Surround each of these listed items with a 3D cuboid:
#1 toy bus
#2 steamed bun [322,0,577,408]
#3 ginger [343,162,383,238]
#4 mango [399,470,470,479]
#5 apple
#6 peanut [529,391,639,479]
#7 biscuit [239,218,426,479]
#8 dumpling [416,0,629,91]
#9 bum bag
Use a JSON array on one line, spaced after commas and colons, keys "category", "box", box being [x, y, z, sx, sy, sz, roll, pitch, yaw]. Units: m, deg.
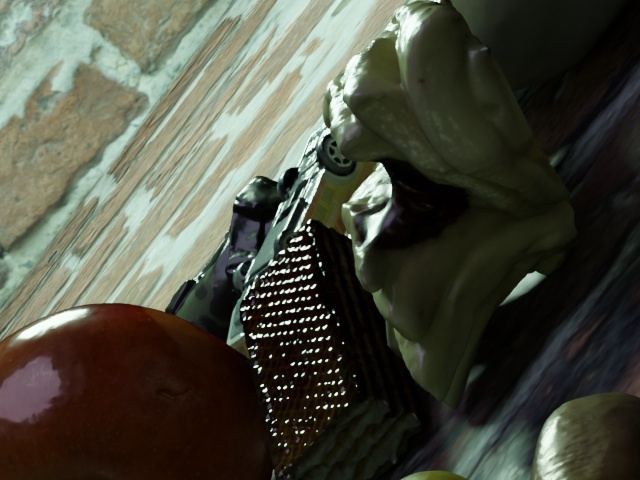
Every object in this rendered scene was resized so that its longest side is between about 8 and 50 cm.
[{"category": "toy bus", "box": [0.000, 0.000, 1.819, 0.092, 0.106, 0.268, -36, 24, 47]}, {"category": "steamed bun", "box": [0.084, -0.029, 1.430, 0.189, 0.247, 0.428, -38, 2, 6]}, {"category": "ginger", "box": [0.065, -0.013, 1.717, 0.137, 0.074, 0.213, -22, 27, 47]}, {"category": "mango", "box": [0.045, 0.204, 1.212, 0.130, 0.092, 0.194, -60, 11, -20]}, {"category": "apple", "box": [-0.174, 0.178, 1.633, 0.206, 0.271, 0.252, -80, -3, -49]}, {"category": "peanut", "box": [0.152, 0.128, 1.090, 0.076, 0.076, 0.152, -46, 11, 26]}, {"category": "biscuit", "box": [0.006, 0.096, 1.535, 0.106, 0.070, 0.252, -50, 29, 22]}, {"category": "dumpling", "box": [0.195, -0.251, 1.661, 0.260, 0.181, 0.341, -37, -37, -41]}, {"category": "bum bag", "box": [-0.110, 0.095, 1.946, 0.340, 0.095, 0.144, -51, 56, 19]}]
